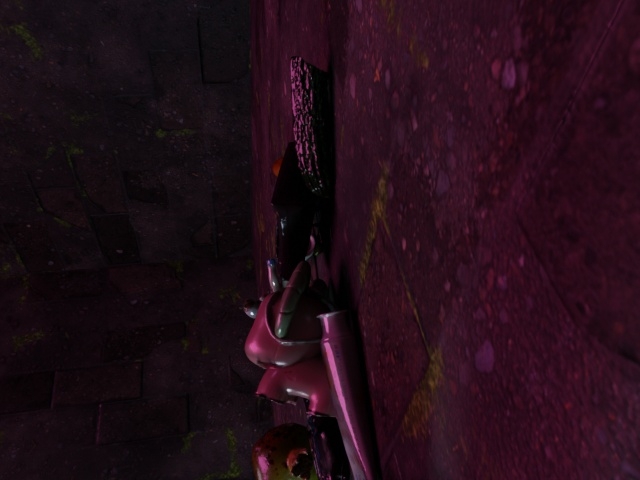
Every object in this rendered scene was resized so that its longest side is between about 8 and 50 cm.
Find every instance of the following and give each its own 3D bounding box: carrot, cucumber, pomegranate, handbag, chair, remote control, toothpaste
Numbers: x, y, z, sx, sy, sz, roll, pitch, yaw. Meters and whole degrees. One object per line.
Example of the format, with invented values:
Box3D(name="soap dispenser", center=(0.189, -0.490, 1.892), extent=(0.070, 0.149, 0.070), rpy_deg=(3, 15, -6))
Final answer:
Box3D(name="carrot", center=(-0.089, -0.192, 1.533), extent=(0.066, 0.062, 0.271), rpy_deg=(-60, 19, 4))
Box3D(name="cucumber", center=(-0.016, -0.211, 1.057), extent=(0.077, 0.077, 0.265), rpy_deg=(-127, 34, -71))
Box3D(name="pomegranate", center=(-0.072, 0.563, 1.378), extent=(0.246, 0.198, 0.198), rpy_deg=(-146, 52, -79))
Box3D(name="handbag", center=(-0.046, -0.065, 1.206), extent=(0.246, 0.080, 0.223), rpy_deg=(-80, -9, -47))
Box3D(name="chair", center=(0.002, -0.038, 1.146), extent=(0.042, 0.037, 0.086), rpy_deg=(-154, 55, -65))
Box3D(name="remote control", center=(-0.006, 0.414, 1.318), extent=(0.398, 0.062, 0.144), rpy_deg=(-108, 16, -52))
Box3D(name="toothpaste", center=(0.051, 0.284, 0.959), extent=(0.100, 0.066, 0.323), rpy_deg=(140, 121, -69))

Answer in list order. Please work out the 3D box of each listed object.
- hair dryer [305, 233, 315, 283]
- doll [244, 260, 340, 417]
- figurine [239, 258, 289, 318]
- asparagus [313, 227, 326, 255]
Box3D(name="hair dryer", center=(-0.032, 0.101, 1.360), extent=(0.131, 0.073, 0.236), rpy_deg=(117, 137, -70))
Box3D(name="doll", center=(-0.028, 0.190, 1.098), extent=(0.284, 0.217, 0.268), rpy_deg=(56, -132, -71))
Box3D(name="figurine", center=(-0.116, 0.178, 1.540), extent=(0.103, 0.205, 0.259), rpy_deg=(1, 100, 54))
Box3D(name="asparagus", center=(-0.001, -0.001, 1.219), extent=(0.108, 0.021, 0.025), rpy_deg=(101, 157, -55))
